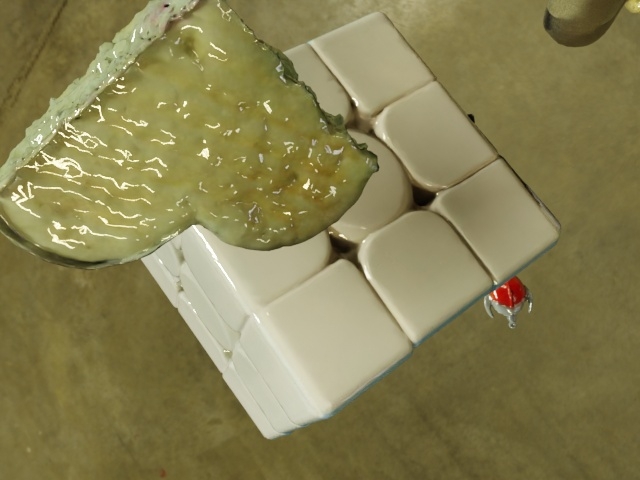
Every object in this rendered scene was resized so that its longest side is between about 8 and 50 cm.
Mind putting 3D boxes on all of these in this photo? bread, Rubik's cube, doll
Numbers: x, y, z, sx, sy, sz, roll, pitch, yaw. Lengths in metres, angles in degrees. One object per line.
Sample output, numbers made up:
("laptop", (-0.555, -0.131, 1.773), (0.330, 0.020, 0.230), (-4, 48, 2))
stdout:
("bread", (-0.081, -0.068, 0.355), (0.064, 0.232, 0.172), (-124, 31, -55))
("Rubik's cube", (0.000, 0.000, 0.631), (0.291, 0.292, 0.290), (53, 157, 9))
("doll", (0.421, 0.104, 1.364), (0.062, 0.104, 0.194), (150, 114, -67))

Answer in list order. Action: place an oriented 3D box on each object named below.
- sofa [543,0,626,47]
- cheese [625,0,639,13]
("sofa", (0.196, -0.254, 0.323), (0.182, 0.200, 0.258), (30, 80, 11))
("cheese", (0.380, -0.313, 0.698), (0.036, 0.162, 0.086), (22, 119, 8))
